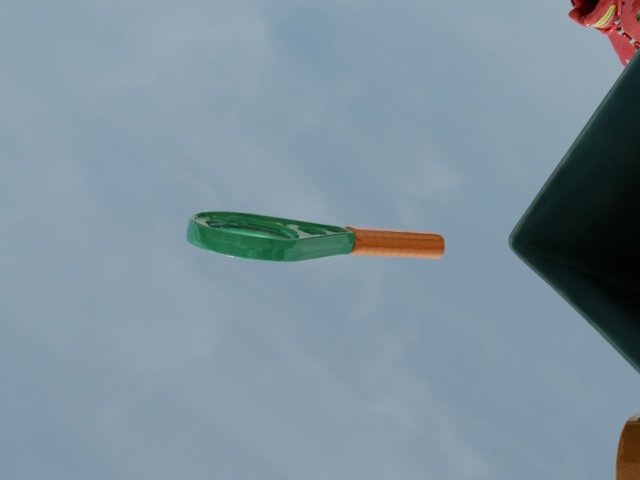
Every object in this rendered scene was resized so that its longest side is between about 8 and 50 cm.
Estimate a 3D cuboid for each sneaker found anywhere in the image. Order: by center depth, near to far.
[{"bbox_3d":[0.300,-0.237,1.626,0.107,0.279,0.118,-13,-154,47],"label":"sneaker"}]

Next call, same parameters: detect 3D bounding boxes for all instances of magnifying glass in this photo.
[{"bbox_3d":[0.000,0.000,1.277,0.231,0.026,0.092,1,-166,-33],"label":"magnifying glass"}]

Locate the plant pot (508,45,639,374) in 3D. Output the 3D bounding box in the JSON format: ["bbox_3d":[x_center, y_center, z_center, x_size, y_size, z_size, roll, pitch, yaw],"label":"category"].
[{"bbox_3d":[0.279,0.008,1.000,0.234,0.165,0.165,20,-160,-41],"label":"plant pot"}]

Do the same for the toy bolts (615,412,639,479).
[{"bbox_3d":[0.185,0.237,1.075,0.158,0.228,0.218,-8,-111,30],"label":"toy bolts"}]
